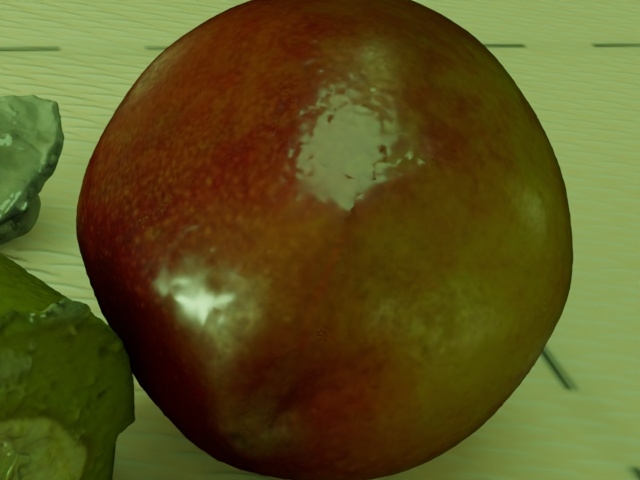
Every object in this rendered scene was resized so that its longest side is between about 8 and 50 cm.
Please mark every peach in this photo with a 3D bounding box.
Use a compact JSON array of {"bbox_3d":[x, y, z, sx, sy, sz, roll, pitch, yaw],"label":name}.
[{"bbox_3d":[0.000,0.000,0.816,0.308,0.307,0.332,12,38,4],"label":"peach"}]

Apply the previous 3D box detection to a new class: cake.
[{"bbox_3d":[-0.222,0.100,0.687,0.156,0.179,0.261,32,39,32],"label":"cake"}]

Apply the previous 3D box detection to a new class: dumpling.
[{"bbox_3d":[-0.262,-0.037,0.981,0.177,0.092,0.150,-17,37,-34],"label":"dumpling"}]
